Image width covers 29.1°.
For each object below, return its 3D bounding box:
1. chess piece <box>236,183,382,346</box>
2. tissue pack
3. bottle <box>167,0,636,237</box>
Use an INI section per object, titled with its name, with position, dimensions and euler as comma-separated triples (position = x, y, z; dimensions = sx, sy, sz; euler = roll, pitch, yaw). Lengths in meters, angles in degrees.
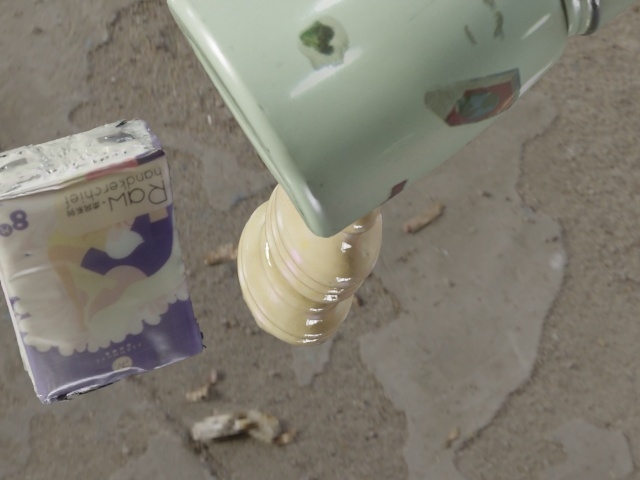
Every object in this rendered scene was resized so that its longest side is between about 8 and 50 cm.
[chess piece]
position = 0.000, 0.000, 1.109
dimensions = 0.124, 0.307, 0.139
euler = 15, 74, -7
[tissue pack]
position = -0.300, 0.028, 1.616
dimensions = 0.242, 0.125, 0.344
euler = -17, 127, -15
[bottle]
position = 0.083, -0.185, 0.870
dimensions = 0.351, 0.229, 0.229
euler = -35, 111, -2
